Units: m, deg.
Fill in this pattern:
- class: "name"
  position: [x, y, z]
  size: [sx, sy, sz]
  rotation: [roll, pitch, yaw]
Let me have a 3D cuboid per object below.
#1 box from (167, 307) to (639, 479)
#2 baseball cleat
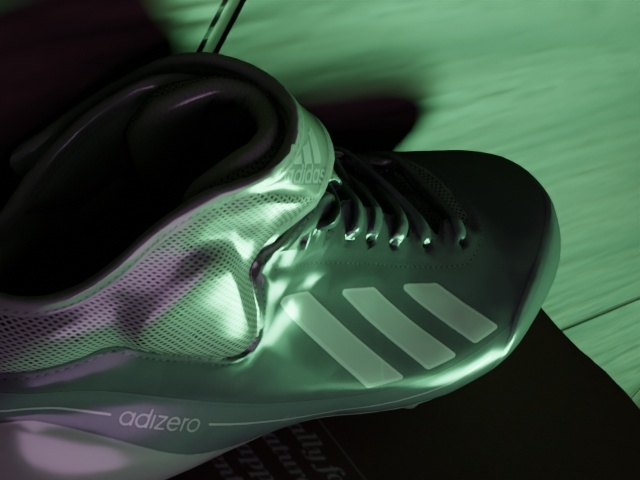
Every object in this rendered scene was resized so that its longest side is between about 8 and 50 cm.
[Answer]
- class: "box"
  position: [-0.003, 0.133, 0.535]
  size: [0.167, 0.168, 0.203]
  rotation: [-16, 148, -44]
- class: "baseball cleat"
  position: [0.000, 0.000, 0.418]
  size: [0.206, 0.072, 0.109]
  rotation: [-25, 148, -41]
